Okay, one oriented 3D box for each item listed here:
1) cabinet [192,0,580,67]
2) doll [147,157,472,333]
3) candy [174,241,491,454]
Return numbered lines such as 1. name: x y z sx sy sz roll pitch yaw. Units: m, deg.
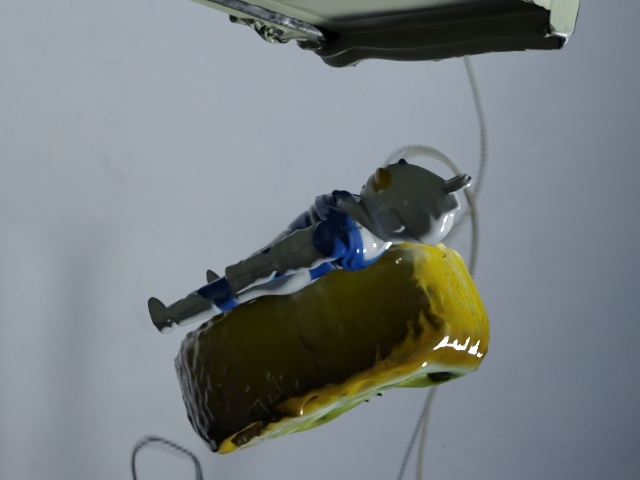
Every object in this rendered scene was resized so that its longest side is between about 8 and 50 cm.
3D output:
1. cabinet: -0.028 -0.275 0.555 0.318 0.227 0.290 10 89 -37
2. doll: 0.000 0.000 0.665 0.227 0.114 0.057 -21 87 28
3. candy: 0.010 0.090 0.835 0.259 0.260 0.118 -21 75 -2
